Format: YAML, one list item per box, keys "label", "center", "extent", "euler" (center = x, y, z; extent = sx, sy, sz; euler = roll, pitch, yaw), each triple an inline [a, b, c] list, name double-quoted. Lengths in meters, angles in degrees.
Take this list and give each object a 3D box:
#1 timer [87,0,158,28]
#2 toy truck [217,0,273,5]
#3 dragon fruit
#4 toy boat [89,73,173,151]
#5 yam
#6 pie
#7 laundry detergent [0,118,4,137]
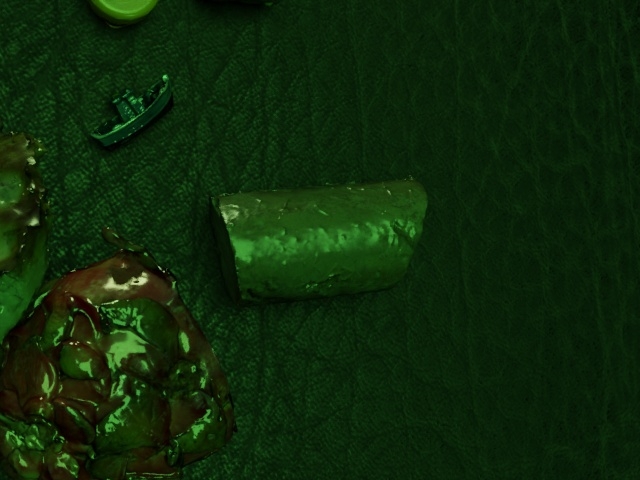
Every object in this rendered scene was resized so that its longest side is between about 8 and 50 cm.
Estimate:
- label: "timer"
  center: [-0.271, -0.351, 1.385]
  extent: [0.107, 0.109, 0.107]
  euler: [2, 83, -20]
- label: "toy truck"
  center: [-0.100, -0.418, 1.446]
  extent: [0.210, 0.148, 0.187]
  euler: [27, 77, -36]
- label: "dragon fruit"
  center: [-0.288, 0.180, 1.211]
  extent: [0.263, 0.296, 0.314]
  euler: [-31, 95, -29]
- label: "toy boat"
  center: [-0.259, -0.180, 1.395]
  extent: [0.137, 0.060, 0.061]
  euler: [-37, 118, -16]
- label: "yam"
  center: [0.000, 0.000, 1.413]
  extent: [0.304, 0.168, 0.168]
  euler: [-5, 85, -19]
- label: "pie"
  center: [-0.449, 0.023, 1.194]
  extent: [0.355, 0.288, 0.103]
  euler: [-38, 134, -3]
- label: "laundry detergent"
  center: [-0.513, -0.155, 1.298]
  extent: [0.171, 0.076, 0.237]
  euler: [-42, 100, -14]
